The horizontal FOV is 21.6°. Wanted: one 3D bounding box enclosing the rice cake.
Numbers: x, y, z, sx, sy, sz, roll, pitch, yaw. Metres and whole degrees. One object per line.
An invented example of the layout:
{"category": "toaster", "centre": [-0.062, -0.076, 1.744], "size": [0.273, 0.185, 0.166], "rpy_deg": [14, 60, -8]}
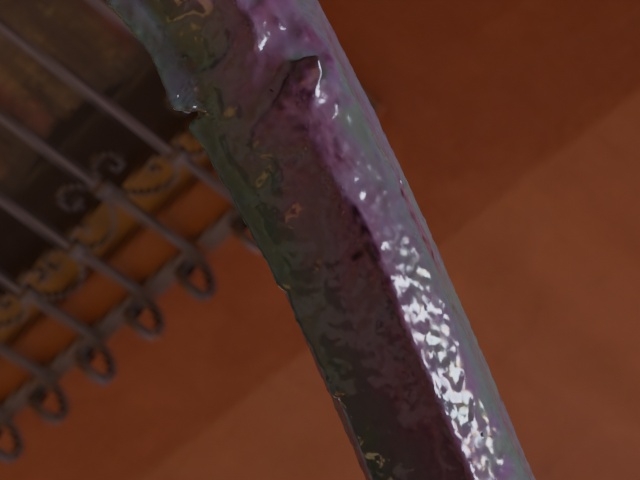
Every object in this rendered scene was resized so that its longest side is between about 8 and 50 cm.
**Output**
{"category": "rice cake", "centre": [0.001, -0.002, 0.548], "size": [0.051, 0.290, 0.081], "rpy_deg": [-26, 178, 39]}
